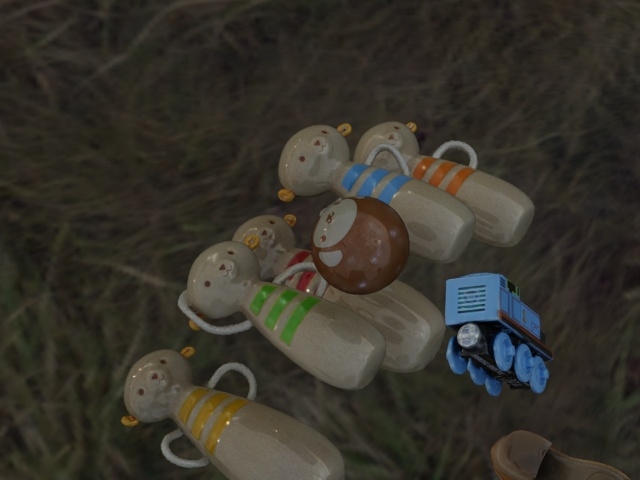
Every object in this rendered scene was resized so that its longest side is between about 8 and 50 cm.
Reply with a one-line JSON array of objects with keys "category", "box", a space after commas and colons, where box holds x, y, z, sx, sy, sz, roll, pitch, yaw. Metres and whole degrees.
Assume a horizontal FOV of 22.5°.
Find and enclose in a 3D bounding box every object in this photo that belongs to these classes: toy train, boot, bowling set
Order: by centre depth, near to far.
[{"category": "bowling set", "box": [0.000, 0.000, 0.958, 0.154, 0.200, 0.287, 30, 66, 21]}, {"category": "boot", "box": [0.268, 0.270, 1.708, 0.197, 0.152, 0.073, 38, 78, 12]}, {"category": "toy train", "box": [0.196, 0.105, 1.752, 0.080, 0.184, 0.105, -6, 69, 29]}]
